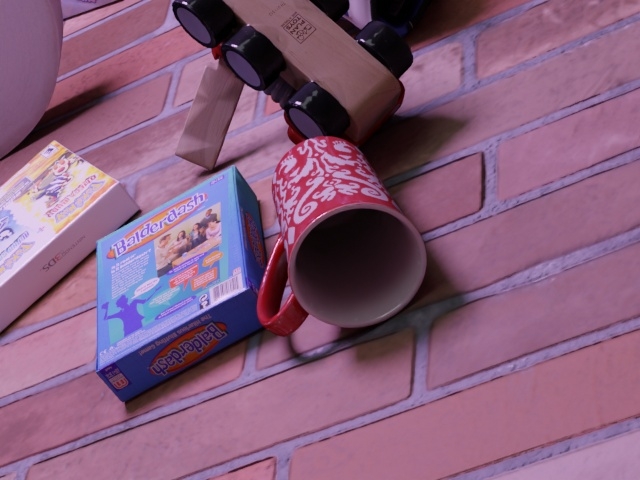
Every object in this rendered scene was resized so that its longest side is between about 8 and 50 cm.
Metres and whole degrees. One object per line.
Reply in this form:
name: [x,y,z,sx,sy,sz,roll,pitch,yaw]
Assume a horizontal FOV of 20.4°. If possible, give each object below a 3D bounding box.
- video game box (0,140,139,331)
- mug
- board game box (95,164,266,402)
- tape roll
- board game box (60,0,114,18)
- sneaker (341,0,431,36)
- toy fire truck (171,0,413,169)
video game box: [-0.310,-0.005,1.857,0.205,0.048,0.187,-43,34,-12]
mug: [-0.001,-0.009,1.502,0.150,0.113,0.169,-22,28,1]
board game box: [-0.128,0.036,1.625,0.160,0.047,0.210,-28,32,12]
tape roll: [-0.487,-0.237,2.015,0.392,0.392,0.072,-27,32,14]
board game box: [-0.353,-0.403,2.416,0.318,0.066,0.318,-14,37,31]
sneaker: [0.019,-0.270,1.831,0.127,0.182,0.315,-45,3,-20]
toy fire truck: [-0.046,-0.144,1.699,0.158,0.217,0.246,-46,-9,-16]
